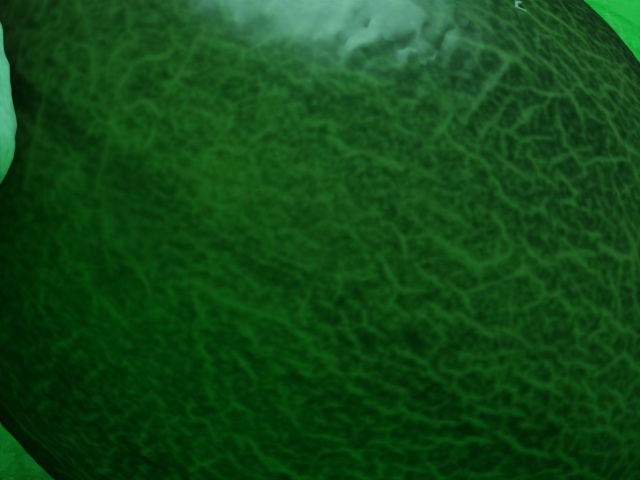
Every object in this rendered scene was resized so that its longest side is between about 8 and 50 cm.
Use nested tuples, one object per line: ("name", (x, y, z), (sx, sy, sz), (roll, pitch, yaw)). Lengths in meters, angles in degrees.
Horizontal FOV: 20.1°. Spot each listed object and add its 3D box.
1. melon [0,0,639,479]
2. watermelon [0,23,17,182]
("melon", (0.000, 0.000, 0.620), (0.302, 0.237, 0.237), (34, 10, -29))
("watermelon", (-0.172, -0.032, 0.462), (0.289, 0.214, 0.320), (55, -12, 30))
